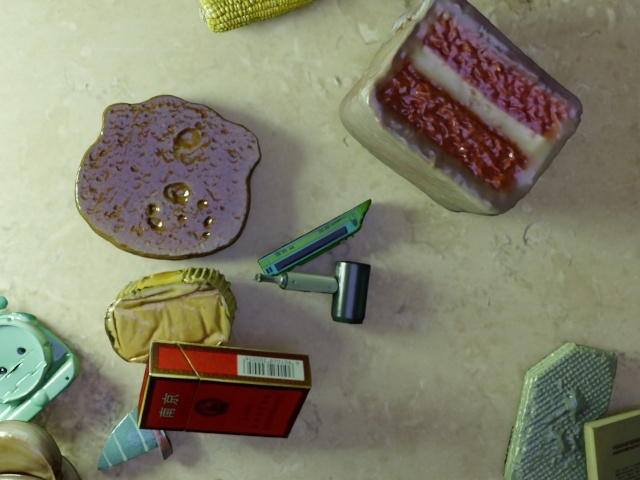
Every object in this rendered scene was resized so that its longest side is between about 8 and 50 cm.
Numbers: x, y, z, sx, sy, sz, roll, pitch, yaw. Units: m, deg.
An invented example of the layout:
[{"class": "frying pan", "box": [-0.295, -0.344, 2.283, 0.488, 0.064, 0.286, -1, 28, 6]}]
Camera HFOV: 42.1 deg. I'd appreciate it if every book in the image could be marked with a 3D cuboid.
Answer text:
[{"class": "book", "box": [0.517, 0.404, 1.391, 0.161, 0.026, 0.231, -8, 96, -24]}]

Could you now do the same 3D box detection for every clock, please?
[{"class": "clock", "box": [-0.478, 0.184, 1.270, 0.148, 0.060, 0.188, -45, 94, -5]}]

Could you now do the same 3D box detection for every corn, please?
[{"class": "corn", "box": [-0.095, -0.384, 1.317, 0.203, 0.072, 0.072, -18, 92, -9]}]

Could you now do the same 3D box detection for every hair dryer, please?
[{"class": "hair dryer", "box": [-0.016, 0.074, 1.315, 0.197, 0.057, 0.101, 8, 88, -21]}]

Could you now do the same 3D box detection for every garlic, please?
[{"class": "garlic", "box": [-0.433, 0.374, 1.229, 0.191, 0.160, 0.214, 14, 84, 8]}]

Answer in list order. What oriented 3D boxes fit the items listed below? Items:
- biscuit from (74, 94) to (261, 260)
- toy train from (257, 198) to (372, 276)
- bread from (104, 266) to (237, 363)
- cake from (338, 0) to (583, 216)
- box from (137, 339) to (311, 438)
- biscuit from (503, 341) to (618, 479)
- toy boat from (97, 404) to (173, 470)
[{"class": "biscuit", "box": [-0.240, -0.097, 1.306, 0.272, 0.049, 0.257, 14, 85, -9]}, {"class": "toy train", "box": [0.000, 0.000, 1.340, 0.209, 0.044, 0.042, -28, 93, -6]}, {"class": "bread", "box": [-0.226, 0.113, 1.280, 0.190, 0.114, 0.132, -8, 101, 1]}, {"class": "cake", "box": [0.206, -0.197, 1.275, 0.309, 0.230, 0.237, 37, 87, -6]}, {"class": "box", "box": [-0.147, 0.228, 1.255, 0.239, 0.153, 0.074, 8, 50, -14]}, {"class": "biscuit", "box": [0.405, 0.295, 1.391, 0.150, 0.052, 0.252, 14, 87, -8]}, {"class": "toy boat", "box": [-0.303, 0.318, 1.307, 0.122, 0.034, 0.096, -22, 87, -5]}]
